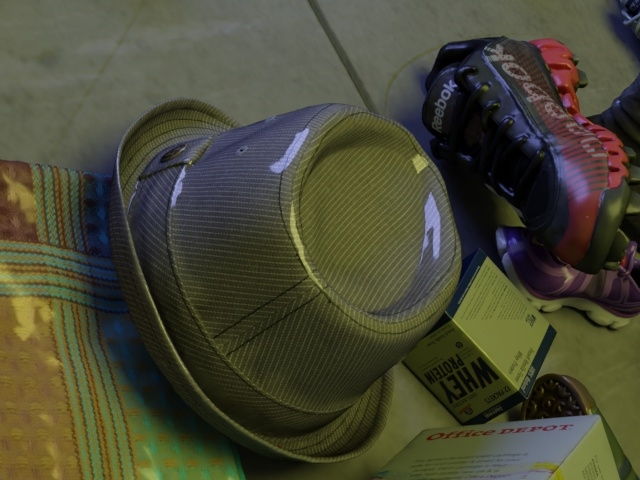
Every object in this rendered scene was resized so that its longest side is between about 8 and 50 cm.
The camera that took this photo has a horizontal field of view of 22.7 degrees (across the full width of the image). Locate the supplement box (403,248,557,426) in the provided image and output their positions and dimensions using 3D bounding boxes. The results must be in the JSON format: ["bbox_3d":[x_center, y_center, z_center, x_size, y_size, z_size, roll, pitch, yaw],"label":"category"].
[{"bbox_3d":[0.106,0.068,1.096,0.083,0.056,0.083,46,38,-9],"label":"supplement box"}]

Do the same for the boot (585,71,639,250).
[{"bbox_3d":[0.310,-0.061,1.320,0.247,0.161,0.083,21,49,-35],"label":"boot"}]

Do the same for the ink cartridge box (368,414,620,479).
[{"bbox_3d":[0.088,0.192,0.898,0.176,0.128,0.127,-34,110,-52],"label":"ink cartridge box"}]

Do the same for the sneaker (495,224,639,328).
[{"bbox_3d":[0.201,0.015,1.224,0.170,0.071,0.068,14,52,-38],"label":"sneaker"}]

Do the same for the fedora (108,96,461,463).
[{"bbox_3d":[0.000,0.000,0.946,0.243,0.124,0.275,57,29,-3],"label":"fedora"}]

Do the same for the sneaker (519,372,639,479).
[{"bbox_3d":[0.198,0.188,1.101,0.086,0.064,0.192,16,51,-48],"label":"sneaker"}]

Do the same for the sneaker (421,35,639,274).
[{"bbox_3d":[0.146,-0.070,1.178,0.135,0.097,0.276,10,32,-16],"label":"sneaker"}]

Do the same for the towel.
[{"bbox_3d":[-0.144,0.115,0.817,0.271,0.040,0.370,7,57,-44],"label":"towel"}]

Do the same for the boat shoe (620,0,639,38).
[{"bbox_3d":[0.321,-0.223,1.535,0.081,0.079,0.227,13,47,-28],"label":"boat shoe"}]
